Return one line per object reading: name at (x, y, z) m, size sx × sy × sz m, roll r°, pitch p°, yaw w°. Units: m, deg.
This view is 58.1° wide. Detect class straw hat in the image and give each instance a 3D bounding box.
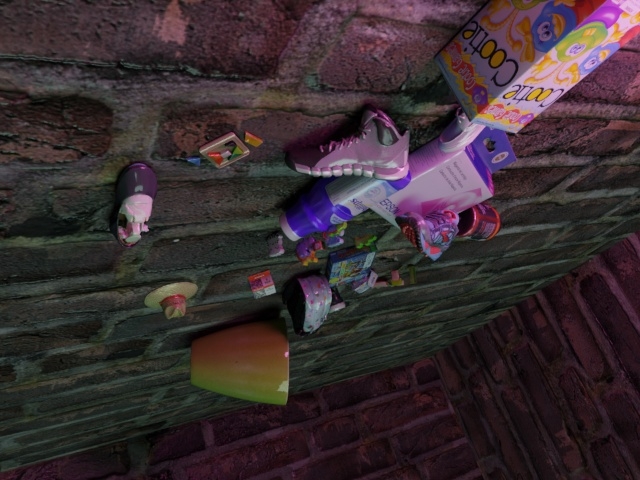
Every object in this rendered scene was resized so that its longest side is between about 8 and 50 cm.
straw hat at (-0.368, 0.164, 1.448) m, size 0.144 × 0.061 × 0.144 m, roll -17°, pitch 157°, yaw -8°

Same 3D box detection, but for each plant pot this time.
plant pot at (-0.259, 0.384, 1.823) m, size 0.293 × 0.275 × 0.275 m, roll 0°, pitch 153°, yaw -10°

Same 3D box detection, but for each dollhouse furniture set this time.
dollhouse furniture set at (0.244, 0.125, 1.945) m, size 0.151 × 0.059 × 0.076 m, roll -10°, pitch 171°, yaw 25°

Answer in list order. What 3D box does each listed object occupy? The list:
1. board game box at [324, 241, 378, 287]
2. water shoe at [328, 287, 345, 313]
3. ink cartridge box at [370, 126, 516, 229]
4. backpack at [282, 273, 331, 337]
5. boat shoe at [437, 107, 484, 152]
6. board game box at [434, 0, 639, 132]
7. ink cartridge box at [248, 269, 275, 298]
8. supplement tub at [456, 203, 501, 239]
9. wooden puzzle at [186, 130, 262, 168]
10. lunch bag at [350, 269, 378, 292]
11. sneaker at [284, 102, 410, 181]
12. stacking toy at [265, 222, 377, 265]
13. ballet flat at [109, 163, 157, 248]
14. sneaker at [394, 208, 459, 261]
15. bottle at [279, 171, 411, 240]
board game box at (0.085, 0.074, 1.673) m, size 0.136 × 0.035 × 0.201 m, roll -16°, pitch 157°, yaw -12°
water shoe at (0.022, 0.180, 1.819) m, size 0.072 × 0.080 × 0.203 m, roll -16°, pitch -177°, yaw -22°
ink cartridge box at (0.294, -0.138, 1.343) m, size 0.330 × 0.072 × 0.324 m, roll -28°, pitch 156°, yaw 19°
backpack at (-0.037, 0.176, 1.684) m, size 0.115 × 0.152 × 0.182 m, roll -17°, pitch 145°, yaw -24°
boat shoe at (0.296, -0.243, 1.118) m, size 0.184 × 0.066 × 0.063 m, roll -33°, pitch 141°, yaw 31°
board game box at (0.340, -0.313, 0.888) m, size 0.144 × 0.142 × 0.275 m, roll 0°, pitch 149°, yaw -41°
ink cartridge box at (-0.159, 0.121, 1.574) m, size 0.062 × 0.029 × 0.115 m, roll -18°, pitch 158°, yaw -7°
supplement tub at (0.430, -0.052, 1.601) m, size 0.197 × 0.106 × 0.106 m, roll 7°, pitch 145°, yaw -47°
wooden puzzle at (-0.161, -0.151, 0.981) m, size 0.116 × 0.014 × 0.078 m, roll -27°, pitch 157°, yaw 14°
lunch bag at (0.138, 0.126, 1.818) m, size 0.083 × 0.053 × 0.071 m, roll -34°, pitch 157°, yaw 7°
sneaker at (0.052, -0.184, 1.035) m, size 0.228 × 0.086 × 0.132 m, roll 3°, pitch 120°, yaw -5°
stacking toy at (0.000, 0.000, 1.370) m, size 0.221 × 0.052 × 0.167 m, roll -19°, pitch 161°, yaw 26°
ballet flat at (-0.321, -0.049, 1.000) m, size 0.074 × 0.074 × 0.203 m, roll -6°, pitch 153°, yaw -32°
sneaker at (0.261, -0.038, 1.360) m, size 0.125 × 0.104 × 0.262 m, roll -42°, pitch 159°, yaw 9°
bottle at (0.044, -0.092, 1.189) m, size 0.282 × 0.092 × 0.118 m, roll -30°, pitch 157°, yaw 19°
